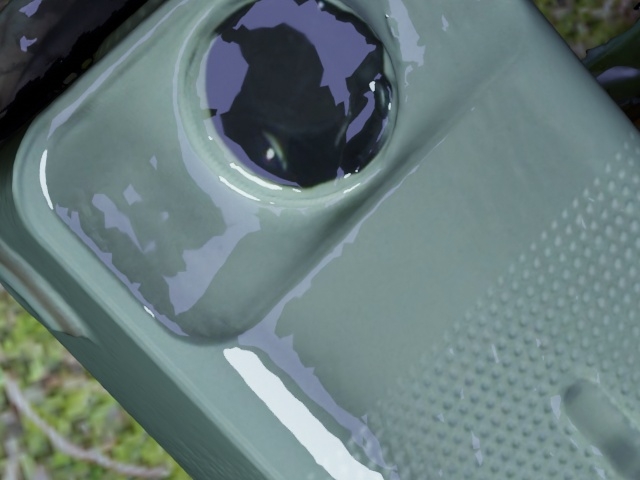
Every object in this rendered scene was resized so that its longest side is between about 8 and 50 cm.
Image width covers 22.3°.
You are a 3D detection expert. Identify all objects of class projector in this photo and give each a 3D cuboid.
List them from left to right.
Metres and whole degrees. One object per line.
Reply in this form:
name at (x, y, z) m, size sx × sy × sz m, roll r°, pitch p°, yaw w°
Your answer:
projector at (0.000, 0.000, 0.511) m, size 0.163 × 0.177 × 0.242 m, roll -44°, pitch 99°, yaw -16°

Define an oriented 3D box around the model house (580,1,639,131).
model house at (0.300, -0.044, 0.537) m, size 0.357 × 0.313 × 0.242 m, roll -34°, pitch 100°, yaw -17°
